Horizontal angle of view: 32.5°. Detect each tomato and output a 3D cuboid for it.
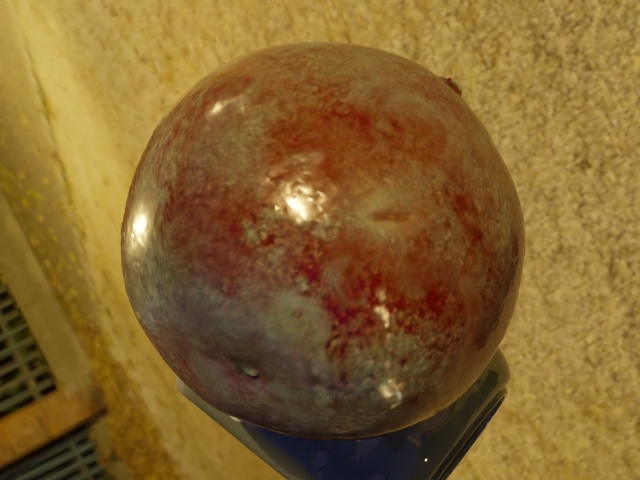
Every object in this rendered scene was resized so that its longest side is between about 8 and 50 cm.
[{"bbox_3d":[0.000,0.000,0.859,0.317,0.282,0.316,18,137,17],"label":"tomato"}]

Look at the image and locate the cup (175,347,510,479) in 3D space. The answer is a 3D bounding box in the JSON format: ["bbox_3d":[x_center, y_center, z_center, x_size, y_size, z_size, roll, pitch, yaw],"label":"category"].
[{"bbox_3d":[0.065,0.105,1.147,0.274,0.356,0.259,38,-175,14],"label":"cup"}]
